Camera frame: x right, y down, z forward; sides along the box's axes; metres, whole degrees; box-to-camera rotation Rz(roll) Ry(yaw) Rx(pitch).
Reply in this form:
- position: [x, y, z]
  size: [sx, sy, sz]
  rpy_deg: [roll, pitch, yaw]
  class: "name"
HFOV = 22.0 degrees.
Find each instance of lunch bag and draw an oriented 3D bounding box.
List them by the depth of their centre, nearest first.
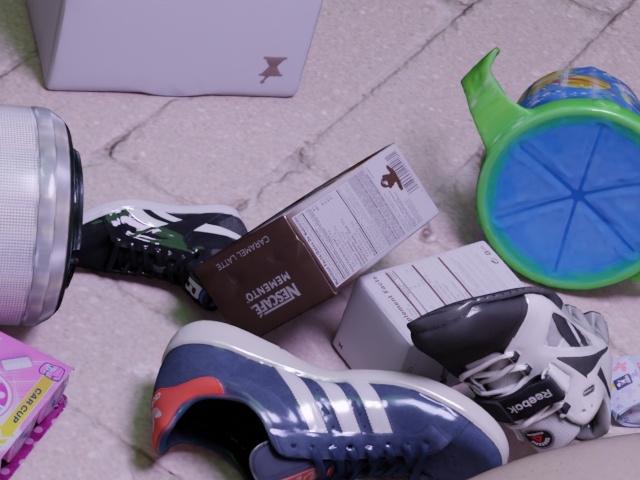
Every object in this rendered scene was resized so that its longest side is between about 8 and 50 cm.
- position: [0.348, 0.163, 1.790]
  size: [0.083, 0.053, 0.071]
  rpy_deg: [-2, 41, -9]
  class: "lunch bag"

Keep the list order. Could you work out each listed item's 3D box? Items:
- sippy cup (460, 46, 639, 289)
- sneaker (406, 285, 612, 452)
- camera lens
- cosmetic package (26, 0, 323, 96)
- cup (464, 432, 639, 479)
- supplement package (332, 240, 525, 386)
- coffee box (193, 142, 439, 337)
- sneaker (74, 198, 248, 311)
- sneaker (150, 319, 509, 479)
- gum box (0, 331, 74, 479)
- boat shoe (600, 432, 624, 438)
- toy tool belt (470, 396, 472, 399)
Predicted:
- position: [0.306, -0.094, 1.954]
  size: [0.240, 0.306, 0.224]
  rpy_deg: [-8, 26, 12]
  class: "sippy cup"
- position: [0.209, 0.135, 1.636]
  size: [0.330, 0.122, 0.146]
  rpy_deg: [15, 60, -50]
  class: "sneaker"
- position: [-0.378, -0.029, 1.606]
  size: [0.274, 0.219, 0.219]
  rpy_deg: [3, 42, -17]
  class: "camera lens"
- position: [-0.190, -0.424, 2.053]
  size: [0.329, 0.327, 0.394]
  rpy_deg: [-1, 44, -21]
  class: "cosmetic package"
- position: [0.174, 0.323, 1.374]
  size: [0.237, 0.331, 0.331]
  rpy_deg: [-1, 36, 18]
  class: "cup"
- position: [0.121, 0.088, 1.749]
  size: [0.179, 0.105, 0.105]
  rpy_deg: [-16, 52, -33]
  class: "supplement package"
- position: [0.000, 0.000, 1.735]
  size: [0.098, 0.141, 0.246]
  rpy_deg: [57, 37, -2]
  class: "coffee box"
- position: [-0.164, 0.021, 1.740]
  size: [0.216, 0.079, 0.121]
  rpy_deg: [-5, 45, -26]
  class: "sneaker"
- position: [0.003, 0.199, 1.574]
  size: [0.350, 0.131, 0.148]
  rpy_deg: [14, 46, 4]
  class: "sneaker"
- position: [-0.319, 0.164, 1.528]
  size: [0.107, 0.062, 0.188]
  rpy_deg: [25, 40, 8]
  class: "gum box"
- position: [0.339, 0.248, 1.688]
  size: [0.135, 0.050, 0.045]
  rpy_deg: [32, 36, 17]
  class: "boat shoe"
- position: [0.146, 0.186, 1.697]
  size: [0.083, 0.052, 0.051]
  rpy_deg: [32, 10, 12]
  class: "toy tool belt"
